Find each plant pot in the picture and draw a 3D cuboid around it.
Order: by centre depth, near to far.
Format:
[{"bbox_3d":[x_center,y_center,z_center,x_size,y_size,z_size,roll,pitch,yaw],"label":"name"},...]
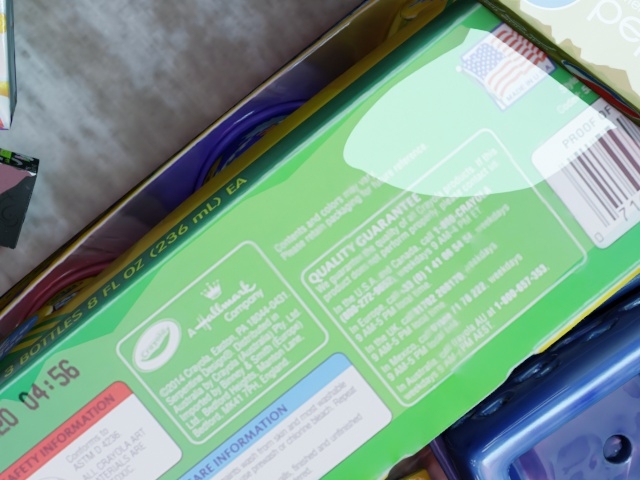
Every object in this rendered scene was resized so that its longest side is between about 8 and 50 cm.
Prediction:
[{"bbox_3d":[0.208,0.148,1.204,0.236,0.212,0.236,-32,100,-8],"label":"plant pot"}]

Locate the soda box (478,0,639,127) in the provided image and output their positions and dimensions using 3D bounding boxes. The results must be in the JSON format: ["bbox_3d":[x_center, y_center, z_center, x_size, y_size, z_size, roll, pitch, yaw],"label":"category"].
[{"bbox_3d":[0.117,-0.107,0.858,0.181,0.061,0.058,37,92,-9],"label":"soda box"}]

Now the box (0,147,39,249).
[{"bbox_3d":[-0.221,-0.034,1.201,0.083,0.062,0.052,16,98,-10],"label":"box"}]

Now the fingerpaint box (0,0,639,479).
[{"bbox_3d":[0.000,0.000,1.078,0.445,0.371,0.163,-39,99,1],"label":"fingerpaint box"}]

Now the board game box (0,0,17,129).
[{"bbox_3d":[-0.319,-0.137,1.130,0.275,0.144,0.142,-2,100,-7],"label":"board game box"}]

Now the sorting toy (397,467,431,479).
[{"bbox_3d":[0.002,0.274,1.287,0.132,0.046,0.274,41,87,-12],"label":"sorting toy"}]
